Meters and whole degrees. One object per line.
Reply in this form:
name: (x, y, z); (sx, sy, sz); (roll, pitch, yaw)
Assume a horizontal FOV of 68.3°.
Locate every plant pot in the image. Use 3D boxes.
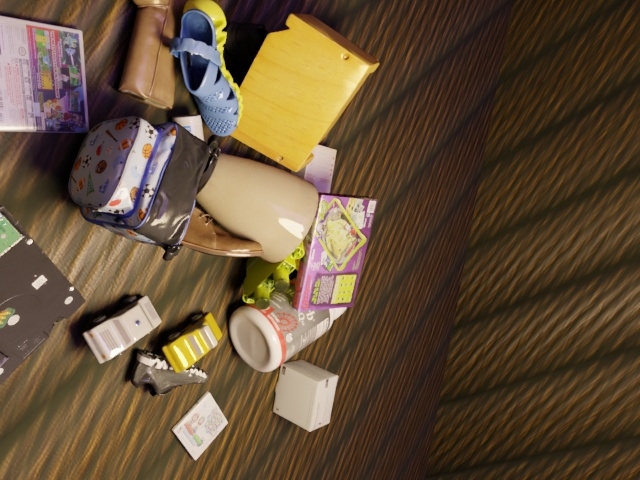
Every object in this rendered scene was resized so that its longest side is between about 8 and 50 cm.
plant pot: (-0.191, -0.111, 1.253); (0.274, 0.256, 0.256); (30, 76, -32)

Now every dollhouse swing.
dollhouse swing: (-0.038, -0.427, 1.311); (0.315, 0.347, 0.305); (28, 34, -17)

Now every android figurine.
android figurine: (-0.143, 0.068, 1.358); (0.056, 0.273, 0.248); (34, 113, -27)

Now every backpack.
backpack: (-0.381, -0.120, 0.969); (0.213, 0.263, 0.276); (35, 66, -44)

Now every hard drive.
hard drive: (-0.587, 0.105, 0.833); (0.237, 0.064, 0.339); (-53, 162, -28)

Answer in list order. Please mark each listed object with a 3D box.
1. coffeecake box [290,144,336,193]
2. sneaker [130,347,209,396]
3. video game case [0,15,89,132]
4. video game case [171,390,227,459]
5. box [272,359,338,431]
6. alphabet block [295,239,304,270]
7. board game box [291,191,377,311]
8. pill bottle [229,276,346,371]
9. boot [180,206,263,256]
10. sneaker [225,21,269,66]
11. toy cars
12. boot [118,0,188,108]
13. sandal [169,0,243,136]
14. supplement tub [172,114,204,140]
coffeecake box: (-0.027, -0.219, 1.550); (0.142, 0.068, 0.185); (2, 99, -52)
sneaker: (-0.402, 0.362, 1.247); (0.234, 0.078, 0.106); (35, 76, -47)
video game case: (-0.542, -0.309, 0.899); (0.183, 0.023, 0.201); (-14, 110, -50)
video game case: (-0.356, 0.552, 1.407); (0.143, 0.019, 0.157); (-45, 133, -35)
box: (-0.054, 0.537, 1.656); (0.119, 0.182, 0.181); (4, 98, -53)
alphabet block: (0.000, 0.000, 1.524); (0.197, 0.192, 0.193); (2, 115, -53)
board game box: (0.040, 0.036, 1.378); (0.208, 0.056, 0.346); (0, 109, -40)
pill bottle: (-0.090, 0.238, 1.493); (0.363, 0.210, 0.210); (-27, 121, -45)
boot: (-0.282, -0.023, 1.155); (0.305, 0.112, 0.115); (12, 84, -15)
sneaker: (-0.128, -0.486, 1.290); (0.286, 0.130, 0.109); (22, 81, -54)
toy cars: (-0.378, 0.227, 1.168); (0.394, 0.087, 0.176); (28, 50, -49)
boot: (-0.387, -0.445, 1.005); (0.236, 0.089, 0.269); (9, 95, -53)
sandal: (-0.270, -0.374, 1.091); (0.317, 0.126, 0.138); (80, 23, -44)
supplement tub: (-0.322, -0.252, 1.160); (0.071, 0.071, 0.107); (-26, 121, -46)
